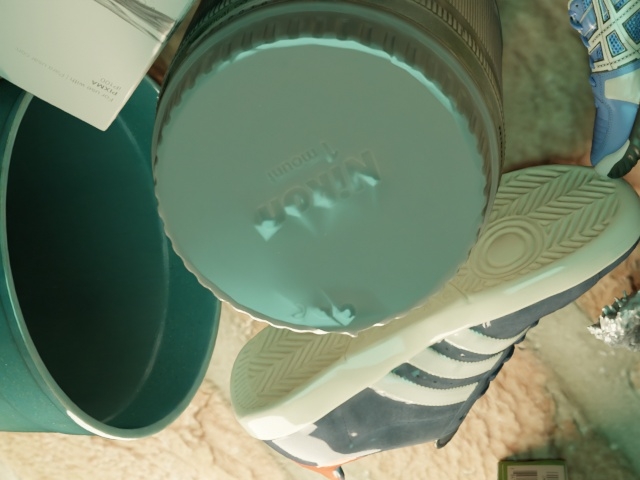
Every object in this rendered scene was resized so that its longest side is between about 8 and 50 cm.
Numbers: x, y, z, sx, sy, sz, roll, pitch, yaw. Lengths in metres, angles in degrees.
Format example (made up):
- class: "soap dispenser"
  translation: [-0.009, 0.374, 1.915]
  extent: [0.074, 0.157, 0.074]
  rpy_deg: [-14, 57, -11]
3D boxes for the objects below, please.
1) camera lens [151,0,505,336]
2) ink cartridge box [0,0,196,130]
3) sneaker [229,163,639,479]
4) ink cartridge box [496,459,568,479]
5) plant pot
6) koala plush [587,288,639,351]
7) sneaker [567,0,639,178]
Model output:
- class: "camera lens"
  translation: [0.011, -0.092, 1.033]
  extent: [0.219, 0.274, 0.219]
  rpy_deg: [2, 118, 5]
- class: "ink cartridge box"
  translation: [-0.099, -0.230, 0.953]
  extent: [0.117, 0.207, 0.283]
  rpy_deg: [29, 142, -14]
- class: "sneaker"
  translation: [0.106, 0.073, 1.209]
  extent: [0.350, 0.131, 0.148]
  rpy_deg: [-29, 127, 18]
- class: "ink cartridge box"
  translation: [0.180, 0.300, 1.318]
  extent: [0.062, 0.109, 0.209]
  rpy_deg: [-1, 118, 7]
- class: "plant pot"
  translation: [-0.248, 0.018, 1.137]
  extent: [0.255, 0.271, 0.271]
  rpy_deg: [-8, 118, 25]
- class: "koala plush"
  translation: [0.302, 0.050, 1.144]
  extent: [0.196, 0.203, 0.221]
  rpy_deg: [33, 144, 6]
- class: "sneaker"
  translation: [0.212, -0.147, 1.103]
  extent: [0.081, 0.080, 0.211]
  rpy_deg: [10, 109, 8]
